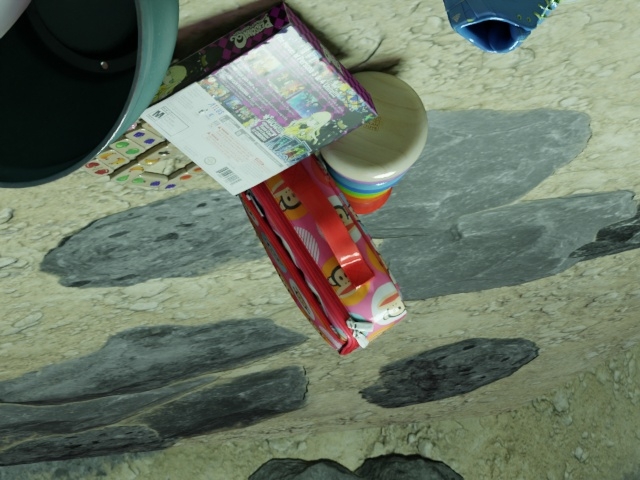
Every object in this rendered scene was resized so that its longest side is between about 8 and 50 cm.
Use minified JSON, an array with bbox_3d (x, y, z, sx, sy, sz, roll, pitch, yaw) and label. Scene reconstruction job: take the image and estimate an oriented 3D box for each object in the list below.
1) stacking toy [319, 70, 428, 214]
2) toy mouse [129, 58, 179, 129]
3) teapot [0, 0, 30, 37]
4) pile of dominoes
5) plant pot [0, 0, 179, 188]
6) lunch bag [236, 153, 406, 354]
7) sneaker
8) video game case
[{"bbox_3d":[0.062,-0.107,2.293,0.141,0.141,0.330,-12,167,-3],"label":"stacking toy"},{"bbox_3d":[-0.214,-0.163,2.053,0.161,0.031,0.143,-26,159,10],"label":"toy mouse"},{"bbox_3d":[-0.334,-0.254,1.349,0.256,0.187,0.252,-45,164,-12],"label":"teapot"},{"bbox_3d":[-0.177,-0.110,2.244,0.251,0.040,0.196,-28,157,37],"label":"pile of dominoes"},{"bbox_3d":[-0.243,-0.212,1.561,0.293,0.293,0.196,-22,-174,28],"label":"plant pot"},{"bbox_3d":[0.000,0.000,2.244,0.120,0.293,0.258,-32,176,-7],"label":"lunch bag"},{"bbox_3d":[0.215,-0.256,1.927,0.240,0.126,0.091,0,158,-34],"label":"sneaker"},{"bbox_3d":[-0.074,-0.159,2.040,0.210,0.042,0.232,-28,146,15],"label":"video game case"}]
